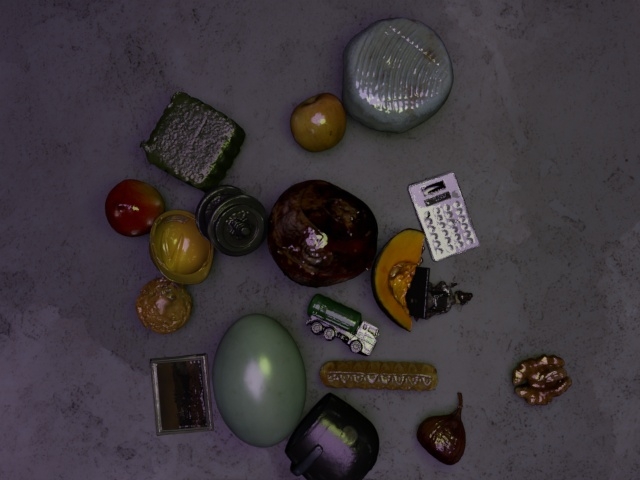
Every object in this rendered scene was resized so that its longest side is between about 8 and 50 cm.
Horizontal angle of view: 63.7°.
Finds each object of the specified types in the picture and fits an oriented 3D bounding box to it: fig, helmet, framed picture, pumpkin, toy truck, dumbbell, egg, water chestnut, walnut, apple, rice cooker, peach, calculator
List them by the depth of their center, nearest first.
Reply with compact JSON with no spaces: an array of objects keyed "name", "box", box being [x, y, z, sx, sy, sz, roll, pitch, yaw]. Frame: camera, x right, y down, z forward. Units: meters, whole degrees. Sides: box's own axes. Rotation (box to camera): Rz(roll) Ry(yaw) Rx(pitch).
[{"name":"rice cooker","box":[0.037,0.607,1.519,0.224,0.267,0.267,41,92,2]},{"name":"egg","box":[-0.180,0.411,1.526,0.275,0.276,0.390,-6,88,5]},{"name":"water chestnut","box":[0.000,0.000,1.531,0.349,0.302,0.351,8,51,-10]},{"name":"pumpkin","box":[0.195,0.110,1.539,0.169,0.148,0.313,3,96,-27]},{"name":"fig","box":[0.395,0.565,1.552,0.146,0.134,0.201,42,83,-4]},{"name":"walnut","box":[0.662,0.420,1.557,0.170,0.069,0.143,-17,85,3]},{"name":"dumbbell","box":[-0.270,-0.062,1.563,0.191,0.290,0.192,-8,108,-25]},{"name":"apple","box":[-0.004,-0.361,1.594,0.182,0.182,0.155,-24,116,4]},{"name":"toy truck","box":[0.065,0.264,1.601,0.242,0.101,0.125,26,79,8]},{"name":"peach","box":[-0.589,-0.098,1.619,0.197,0.197,0.198,0,88,5]},{"name":"calculator","box":[0.387,-0.080,1.620,0.161,0.021,0.262,-20,87,4]},{"name":"helmet","box":[-0.454,0.041,1.623,0.205,0.140,0.257,9,61,-33]},{"name":"framed picture","box":[-0.454,0.504,1.678,0.196,0.014,0.253,-6,88,5]}]

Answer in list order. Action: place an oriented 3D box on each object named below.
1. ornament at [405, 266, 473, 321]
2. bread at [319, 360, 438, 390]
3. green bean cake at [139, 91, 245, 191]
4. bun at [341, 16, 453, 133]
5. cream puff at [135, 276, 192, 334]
[{"name":"ornament","box":[0.367,0.168,1.591,0.195,0.153,0.167,6,89,-19]},{"name":"bread","box":[0.178,0.418,1.595,0.366,0.077,0.084,0,89,6]},{"name":"green bean cake","box":[-0.395,-0.305,1.627,0.246,0.156,0.250,29,91,4]},{"name":"bun","box":[0.228,-0.489,1.559,0.353,0.194,0.355,0,88,-3]},{"name":"cream puff","box":[-0.498,0.205,1.636,0.188,0.129,0.189,0,91,3]}]
